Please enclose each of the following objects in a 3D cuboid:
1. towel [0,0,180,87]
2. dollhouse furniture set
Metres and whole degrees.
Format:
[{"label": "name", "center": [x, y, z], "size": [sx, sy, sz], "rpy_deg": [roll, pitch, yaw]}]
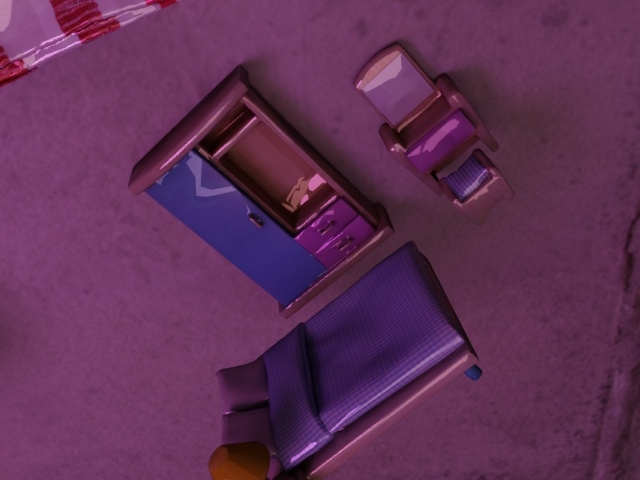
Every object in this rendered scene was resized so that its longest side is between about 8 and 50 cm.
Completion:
[{"label": "towel", "center": [-0.235, -0.242, 0.524], "size": [0.329, 0.037, 0.237], "rpy_deg": [-23, 120, 7]}, {"label": "dollhouse furniture set", "center": [0.000, 0.000, 0.541], "size": [0.286, 0.303, 0.198], "rpy_deg": [-40, 118, 16]}]
